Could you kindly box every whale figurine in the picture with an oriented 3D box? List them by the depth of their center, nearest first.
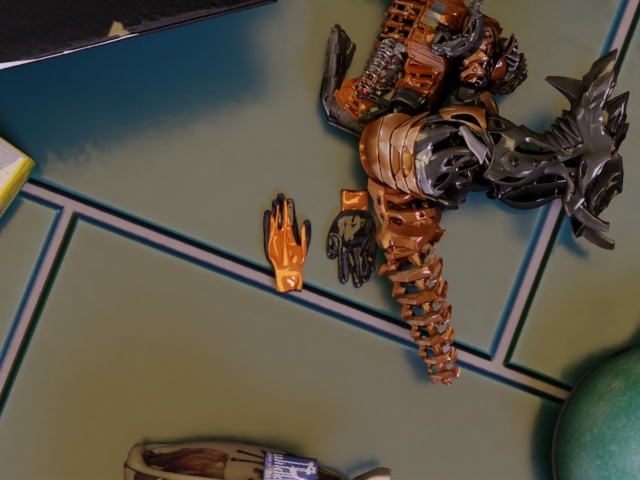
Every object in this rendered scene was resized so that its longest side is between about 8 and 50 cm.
[{"bbox_3d":[0.301,0.141,1.365,0.272,0.141,0.216,-15,87,-4],"label":"whale figurine"}]

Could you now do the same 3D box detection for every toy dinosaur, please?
[{"bbox_3d":[0.105,-0.070,1.393,0.218,0.164,0.321,3,104,12],"label":"toy dinosaur"}]

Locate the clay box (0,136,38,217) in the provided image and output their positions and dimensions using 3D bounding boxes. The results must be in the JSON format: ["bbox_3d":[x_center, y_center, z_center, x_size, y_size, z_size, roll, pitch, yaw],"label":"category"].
[{"bbox_3d":[-0.319,-0.003,1.392,0.127,0.053,0.222,36,86,2],"label":"clay box"}]

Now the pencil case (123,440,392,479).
[{"bbox_3d":[-0.055,0.344,1.327,0.184,0.160,0.410,2,86,12],"label":"pencil case"}]

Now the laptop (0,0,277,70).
[{"bbox_3d":[-0.292,-0.279,1.246,0.408,0.236,0.381,-11,96,38],"label":"laptop"}]

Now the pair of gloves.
[{"bbox_3d":[0.000,0.000,1.427,0.083,0.010,0.074,-4,85,-6],"label":"pair of gloves"}]
